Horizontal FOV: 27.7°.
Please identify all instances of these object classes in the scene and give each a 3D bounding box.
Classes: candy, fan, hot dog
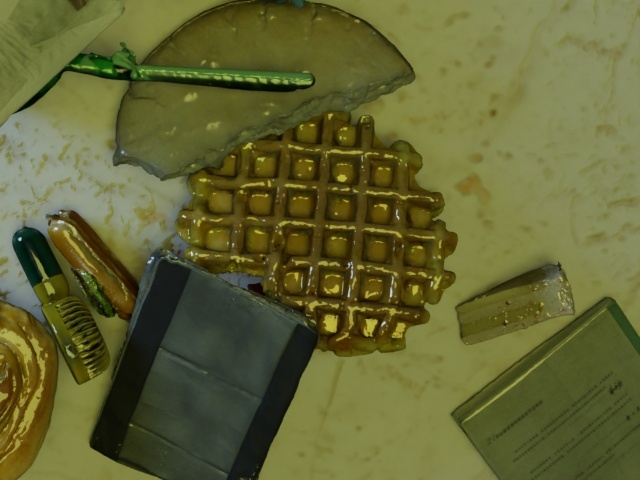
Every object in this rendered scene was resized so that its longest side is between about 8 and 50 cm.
[{"bbox_3d":[-0.166,-0.154,1.157,0.323,0.097,0.097,4,99,-3],"label":"candy"},{"bbox_3d":[-0.241,0.057,1.206,0.039,0.082,0.155,-27,93,-14],"label":"fan"},{"bbox_3d":[-0.213,0.026,1.214,0.041,0.056,0.133,-36,108,5],"label":"hot dog"}]

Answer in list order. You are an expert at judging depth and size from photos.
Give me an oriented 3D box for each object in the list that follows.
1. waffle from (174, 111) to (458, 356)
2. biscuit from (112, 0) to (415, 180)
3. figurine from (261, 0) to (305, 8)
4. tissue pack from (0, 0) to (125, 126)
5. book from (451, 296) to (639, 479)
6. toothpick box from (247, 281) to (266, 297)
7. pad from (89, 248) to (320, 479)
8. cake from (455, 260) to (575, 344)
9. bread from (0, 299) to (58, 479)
[{"bbox_3d":[0.000,0.000,1.219,0.249,0.056,0.253,-28,84,-8],"label":"waffle"},{"bbox_3d":[-0.069,-0.155,1.199,0.289,0.038,0.141,-22,80,-2],"label":"biscuit"},{"bbox_3d":[-0.076,-0.286,1.155,0.144,0.114,0.178,-15,139,16],"label":"figurine"},{"bbox_3d":[-0.302,-0.214,1.057,0.185,0.225,0.124,-43,147,-4],"label":"tissue pack"},{"bbox_3d":[0.299,0.228,1.373,0.215,0.025,0.283,-36,106,-5],"label":"book"},{"bbox_3d":[-0.024,0.047,1.261,0.083,0.047,0.047,-25,104,-7],"label":"toothpick box"},{"bbox_3d":[-0.111,0.137,1.214,0.174,0.022,0.233,23,114,6],"label":"pad"},{"bbox_3d":[0.195,0.066,1.308,0.121,0.065,0.052,-23,101,0],"label":"cake"},{"bbox_3d":[-0.359,0.134,1.168,0.236,0.120,0.198,12,96,-13],"label":"bread"}]
